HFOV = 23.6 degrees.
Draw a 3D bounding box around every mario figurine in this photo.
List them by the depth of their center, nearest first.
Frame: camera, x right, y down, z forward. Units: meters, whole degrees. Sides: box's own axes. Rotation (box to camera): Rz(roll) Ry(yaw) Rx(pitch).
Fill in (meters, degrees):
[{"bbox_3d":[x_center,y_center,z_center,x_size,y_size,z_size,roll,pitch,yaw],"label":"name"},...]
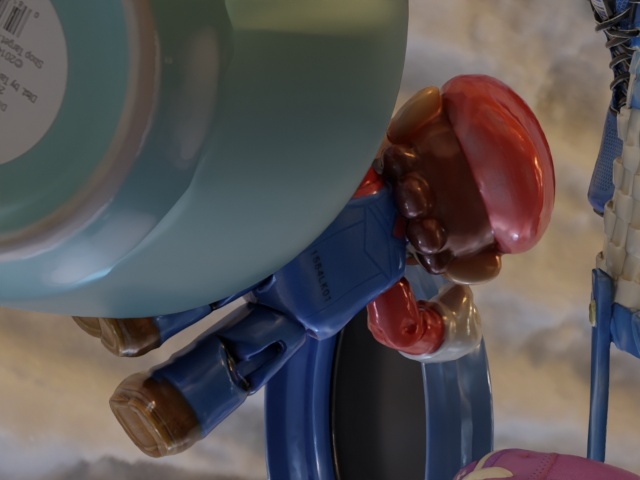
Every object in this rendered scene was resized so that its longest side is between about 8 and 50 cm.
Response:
[{"bbox_3d":[0.000,0.000,0.933,0.320,0.170,0.198,-28,148,-23],"label":"mario figurine"}]

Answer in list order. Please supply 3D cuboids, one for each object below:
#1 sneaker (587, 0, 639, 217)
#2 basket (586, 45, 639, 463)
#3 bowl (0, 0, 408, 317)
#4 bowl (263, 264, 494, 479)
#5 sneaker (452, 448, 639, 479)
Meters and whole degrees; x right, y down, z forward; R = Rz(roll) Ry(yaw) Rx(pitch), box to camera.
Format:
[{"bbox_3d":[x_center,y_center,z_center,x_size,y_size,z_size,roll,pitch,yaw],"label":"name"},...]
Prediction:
[{"bbox_3d":[0.290,-0.181,1.384,0.147,0.130,0.330,12,95,-24],"label":"sneaker"},{"bbox_3d":[0.244,0.042,0.726,0.255,0.201,0.289,-6,103,0],"label":"basket"},{"bbox_3d":[-0.128,-0.096,0.673,0.311,0.163,0.311,3,103,15],"label":"bowl"},{"bbox_3d":[0.048,0.172,1.465,0.077,0.391,0.391,2,111,-23],"label":"bowl"},{"bbox_3d":[0.035,0.128,0.543,0.282,0.161,0.102,10,102,-17],"label":"sneaker"}]
